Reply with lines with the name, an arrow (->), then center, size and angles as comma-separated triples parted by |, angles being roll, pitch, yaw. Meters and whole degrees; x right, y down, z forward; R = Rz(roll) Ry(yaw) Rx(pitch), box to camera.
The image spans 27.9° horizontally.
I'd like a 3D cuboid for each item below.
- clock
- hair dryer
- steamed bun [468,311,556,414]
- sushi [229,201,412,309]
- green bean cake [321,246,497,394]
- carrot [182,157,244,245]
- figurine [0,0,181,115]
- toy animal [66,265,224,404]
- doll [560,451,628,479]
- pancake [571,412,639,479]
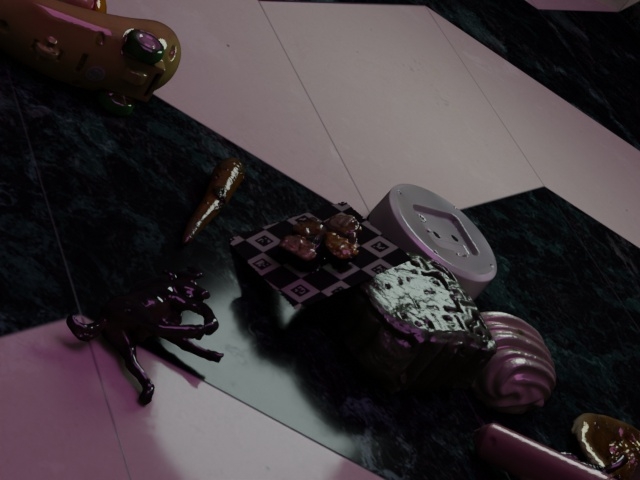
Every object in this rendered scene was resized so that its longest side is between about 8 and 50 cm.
clock -> 0.188, 0.007, 2.165 | 0.230, 0.083, 0.230 | 29, 32, -20
hair dryer -> 0.356, 0.364, 1.786 | 0.352, 0.210, 0.125 | 24, -12, 24
steamed bun -> 0.293, 0.185, 2.003 | 0.183, 0.106, 0.183 | 28, 29, -17
sushi -> 0.000, 0.000, 1.840 | 0.210, 0.040, 0.193 | -20, 42, -28
green bean cake -> 0.125, 0.117, 1.886 | 0.227, 0.125, 0.222 | 8, 40, -37
carrot -> -0.159, -0.057, 1.879 | 0.049, 0.049, 0.254 | 36, 32, -7
figurine -> -0.357, -0.317, 1.932 | 0.324, 0.124, 0.222 | 16, 36, -31
toy animal -> -0.204, 0.102, 1.565 | 0.148, 0.084, 0.232 | 31, 30, 22
doll -> 0.383, 0.374, 1.869 | 0.165, 0.057, 0.139 | 2, 64, -17
pancake -> 0.507, 0.384, 2.036 | 0.282, 0.049, 0.282 | 32, 29, -21
